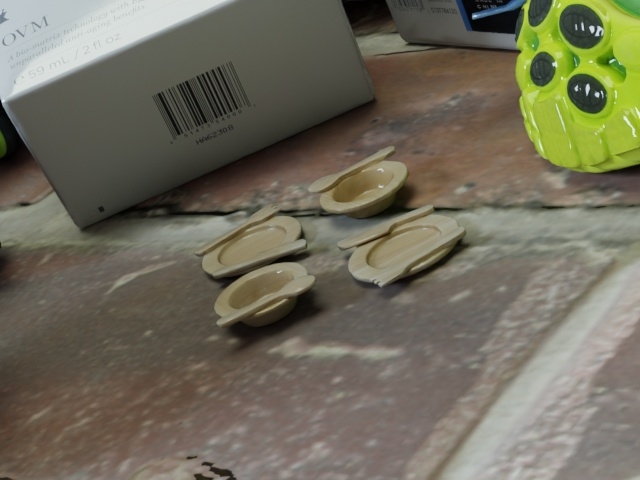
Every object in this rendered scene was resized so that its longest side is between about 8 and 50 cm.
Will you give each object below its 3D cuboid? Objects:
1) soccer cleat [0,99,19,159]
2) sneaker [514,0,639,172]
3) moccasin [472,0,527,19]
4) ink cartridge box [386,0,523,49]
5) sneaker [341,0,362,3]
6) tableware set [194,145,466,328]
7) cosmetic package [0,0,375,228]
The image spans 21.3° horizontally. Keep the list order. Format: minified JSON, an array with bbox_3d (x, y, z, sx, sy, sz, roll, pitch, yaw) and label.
[{"bbox_3d":[-0.267,-0.108,1.383,0.072,0.060,0.179,-30,22,-15],"label":"soccer cleat"},{"bbox_3d":[0.208,-0.088,0.888,0.123,0.109,0.295,-3,7,-31],"label":"sneaker"},{"bbox_3d":[0.196,-0.219,1.025,0.342,0.138,0.117,-17,23,-22],"label":"moccasin"},{"bbox_3d":[0.214,-0.241,1.218,0.332,0.065,0.165,-35,26,-27],"label":"ink cartridge box"},{"bbox_3d":[-0.037,-0.199,1.341,0.297,0.111,0.129,-3,47,45],"label":"sneaker"},{"bbox_3d":[0.000,0.000,0.960,0.141,0.020,0.169,-25,24,-2],"label":"tableware set"},{"bbox_3d":[-0.114,-0.167,1.170,0.224,0.138,0.225,-24,48,0],"label":"cosmetic package"}]
